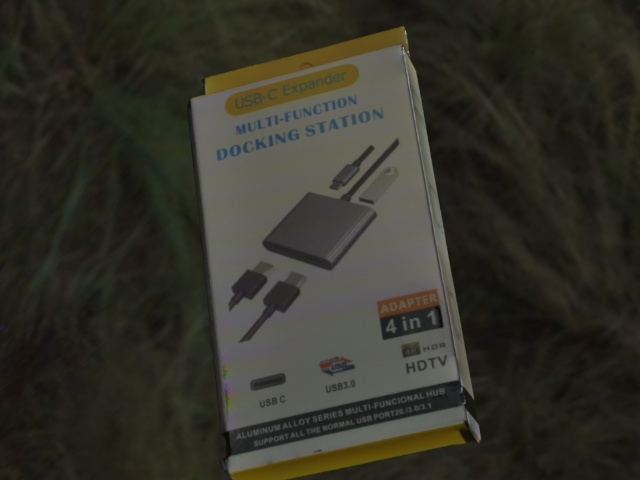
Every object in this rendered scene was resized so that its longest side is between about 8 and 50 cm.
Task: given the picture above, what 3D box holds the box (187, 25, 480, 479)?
[{"bbox_3d":[0.000,0.000,0.928,0.129,0.033,0.247,-14,64,12],"label":"box"}]
